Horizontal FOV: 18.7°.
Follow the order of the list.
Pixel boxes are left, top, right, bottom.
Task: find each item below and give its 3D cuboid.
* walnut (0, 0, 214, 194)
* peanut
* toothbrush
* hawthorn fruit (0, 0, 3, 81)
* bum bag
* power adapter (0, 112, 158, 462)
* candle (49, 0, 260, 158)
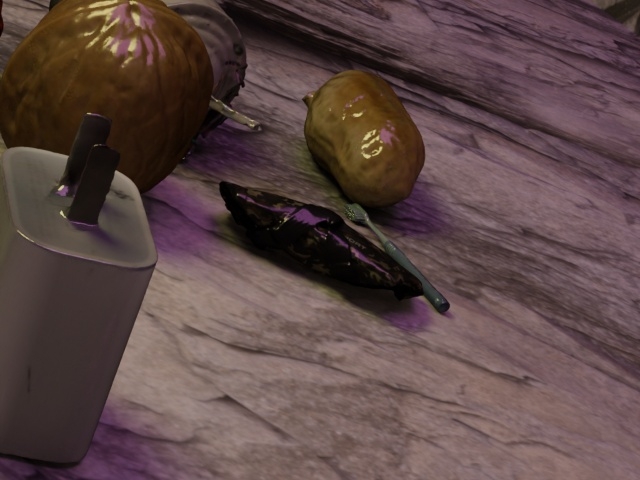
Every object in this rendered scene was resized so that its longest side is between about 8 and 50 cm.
[{"bbox_3d":[-0.218,-0.153,1.986,0.228,0.228,0.228,20,23,-9],"label":"walnut"},{"bbox_3d":[0.050,-0.122,2.316,0.129,0.129,0.224,10,26,-31],"label":"peanut"},{"bbox_3d":[0.084,0.016,2.179,0.019,0.016,0.219,5,29,-36],"label":"toothbrush"},{"bbox_3d":[-0.384,-0.207,2.083,0.285,0.165,0.165,48,28,13],"label":"hawthorn fruit"},{"bbox_3d":[0.000,0.000,2.062,0.248,0.069,0.102,24,-14,2],"label":"bum bag"},{"bbox_3d":[-0.214,0.023,1.557,0.124,0.255,0.187,12,25,-20],"label":"power adapter"},{"bbox_3d":[-0.180,-0.212,2.208,0.187,0.187,0.330,9,27,-33],"label":"candle"}]
